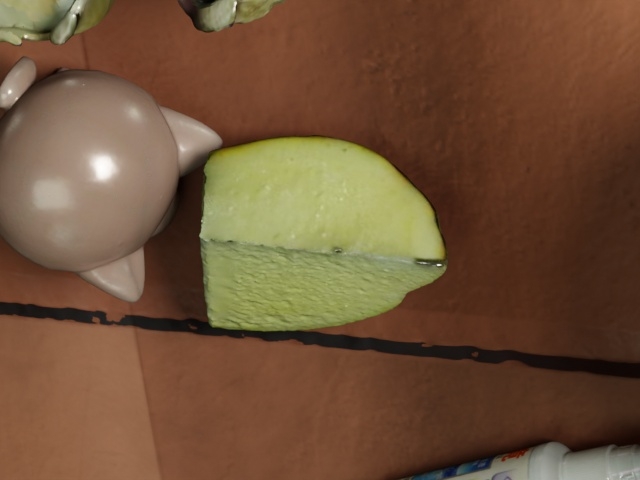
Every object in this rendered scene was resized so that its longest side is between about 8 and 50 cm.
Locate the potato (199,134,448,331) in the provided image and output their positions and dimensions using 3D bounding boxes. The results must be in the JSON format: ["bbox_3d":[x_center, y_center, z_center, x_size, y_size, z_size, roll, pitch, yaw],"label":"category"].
[{"bbox_3d":[0.000,0.000,1.218,0.149,0.081,0.120,6,153,0],"label":"potato"}]

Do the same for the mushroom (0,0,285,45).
[{"bbox_3d":[-0.127,-0.214,1.071,0.267,0.164,0.189,1,115,25],"label":"mushroom"}]

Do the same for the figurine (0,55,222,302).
[{"bbox_3d":[-0.144,-0.042,1.212,0.138,0.125,0.125,26,126,-10],"label":"figurine"}]

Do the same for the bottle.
[{"bbox_3d":[0.128,0.160,1.251,0.217,0.060,0.060,-17,112,31],"label":"bottle"}]
